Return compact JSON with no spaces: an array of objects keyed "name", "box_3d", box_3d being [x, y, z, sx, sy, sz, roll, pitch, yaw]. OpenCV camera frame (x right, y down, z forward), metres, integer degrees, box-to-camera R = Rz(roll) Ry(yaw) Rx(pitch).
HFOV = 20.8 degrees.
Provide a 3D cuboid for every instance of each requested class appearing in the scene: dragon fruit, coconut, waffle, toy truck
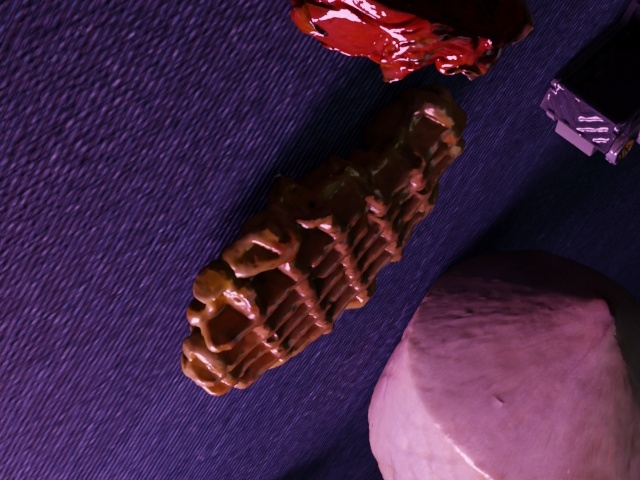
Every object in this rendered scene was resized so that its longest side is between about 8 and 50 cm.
[{"name":"dragon fruit","box_3d":[0.049,-0.120,0.948,0.162,0.106,0.083,-29,156,-57]},{"name":"coconut","box_3d":[0.209,0.152,1.665,0.329,0.329,0.329,-44,163,-17]},{"name":"waffle","box_3d":[0.001,0.001,1.188,0.253,0.056,0.249,-19,146,-58]},{"name":"toy truck","box_3d":[0.280,-0.149,1.533,0.192,0.083,0.092,-40,157,-25]}]
